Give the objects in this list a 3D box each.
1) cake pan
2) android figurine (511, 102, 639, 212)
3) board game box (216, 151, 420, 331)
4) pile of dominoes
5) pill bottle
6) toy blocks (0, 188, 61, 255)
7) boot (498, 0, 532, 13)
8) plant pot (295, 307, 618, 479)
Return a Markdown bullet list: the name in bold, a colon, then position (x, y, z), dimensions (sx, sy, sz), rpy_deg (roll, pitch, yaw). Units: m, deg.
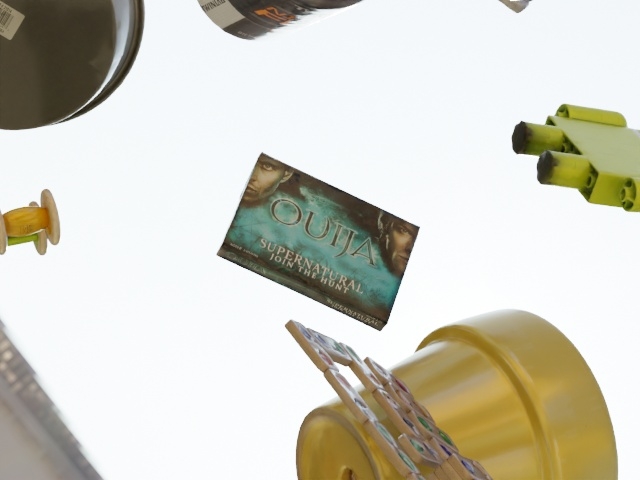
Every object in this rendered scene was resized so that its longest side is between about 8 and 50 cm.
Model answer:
- **cake pan**: position (-0.332, -0.241, 1.781), dimensions (0.293, 0.054, 0.293), rpy_deg (3, -61, 5)
- **android figurine**: position (0.376, -0.093, 2.068), dimensions (0.248, 0.273, 0.056), rpy_deg (-116, -143, -58)
- **board game box**: position (0.000, 0.000, 1.731), dimensions (0.186, 0.126, 0.026), rpy_deg (25, -32, -7)
- **pile of dominoes**: position (0.095, 0.163, 1.428), dimensions (0.251, 0.040, 0.196), rpy_deg (50, 12, 29)
- **pill bottle**: position (-0.016, -0.252, 1.461), dimensions (0.130, 0.130, 0.245), rpy_deg (56, -20, -11)
- **toy blocks**: position (-0.320, -0.003, 1.542), dimensions (0.123, 0.148, 0.054), rpy_deg (156, -77, -69)
- **boot**: position (0.143, -0.335, 1.747), dimensions (0.258, 0.095, 0.123), rpy_deg (34, -65, -16)
- **plant pot**: position (0.118, 0.212, 1.643), dimensions (0.254, 0.239, 0.254), rpy_deg (27, -57, 52)
